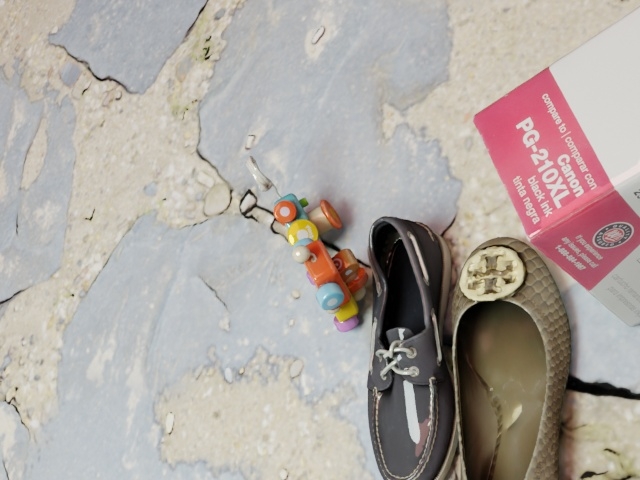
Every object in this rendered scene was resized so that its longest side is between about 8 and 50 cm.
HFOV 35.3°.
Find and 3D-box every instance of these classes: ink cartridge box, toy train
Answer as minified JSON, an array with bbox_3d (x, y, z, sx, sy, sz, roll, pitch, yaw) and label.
[{"bbox_3d":[0.238,-0.066,0.581,0.237,0.172,0.100,-33,54,21],"label":"ink cartridge box"},{"bbox_3d":[0.000,0.000,0.773,0.046,0.125,0.166,-29,47,0],"label":"toy train"}]

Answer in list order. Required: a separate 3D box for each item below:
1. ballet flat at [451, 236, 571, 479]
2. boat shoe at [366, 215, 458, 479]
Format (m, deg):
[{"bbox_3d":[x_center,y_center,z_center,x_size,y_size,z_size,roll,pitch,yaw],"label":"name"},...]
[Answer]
[{"bbox_3d":[0.120,0.109,0.666,0.084,0.058,0.250,-11,63,33],"label":"ballet flat"},{"bbox_3d":[0.055,0.079,0.725,0.075,0.065,0.206,-12,63,33],"label":"boat shoe"}]
